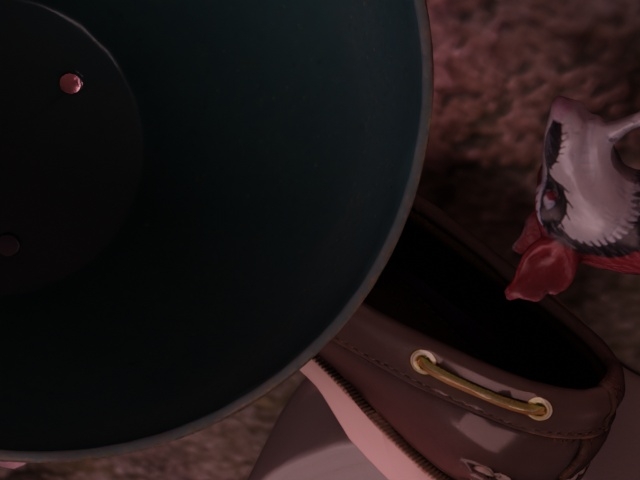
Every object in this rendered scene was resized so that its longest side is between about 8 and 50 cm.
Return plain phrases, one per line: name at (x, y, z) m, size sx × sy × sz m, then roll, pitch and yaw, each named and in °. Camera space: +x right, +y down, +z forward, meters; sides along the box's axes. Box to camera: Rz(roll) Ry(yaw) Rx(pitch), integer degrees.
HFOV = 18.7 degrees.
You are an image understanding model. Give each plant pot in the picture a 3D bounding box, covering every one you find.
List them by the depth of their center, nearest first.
plant pot at (-0.123, -0.054, 0.781) m, size 0.290 × 0.290 × 0.195 m, roll 38°, pitch 164°, yaw -8°

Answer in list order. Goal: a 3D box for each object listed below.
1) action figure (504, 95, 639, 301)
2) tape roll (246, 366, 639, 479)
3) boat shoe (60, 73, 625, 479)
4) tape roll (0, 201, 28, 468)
action figure at (0.241, -0.056, 0.792) m, size 0.370 × 0.248 × 0.276 m, roll -25°, pitch 139°, yaw 32°
tape roll at (0.090, 0.185, 1.044) m, size 0.286 × 0.100 × 0.286 m, roll 10°, pitch 126°, yaw 14°
boat shoe at (0.000, 0.000, 0.904) m, size 0.324 × 0.116 × 0.096 m, roll 41°, pitch 131°, yaw 18°
tape roll at (-0.189, 0.007, 0.977) m, size 0.219 × 0.072 × 0.219 m, roll 39°, pitch 153°, yaw 25°
